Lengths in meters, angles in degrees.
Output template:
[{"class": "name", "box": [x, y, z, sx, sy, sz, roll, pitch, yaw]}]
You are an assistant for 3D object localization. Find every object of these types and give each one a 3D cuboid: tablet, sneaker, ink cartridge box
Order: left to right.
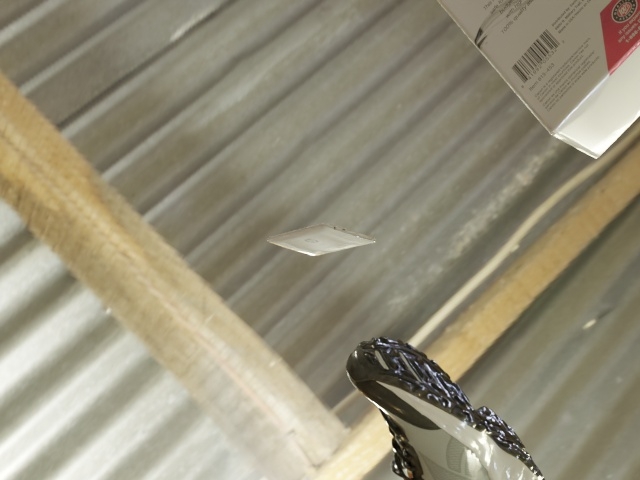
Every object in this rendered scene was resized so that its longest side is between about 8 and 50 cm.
[{"class": "tablet", "box": [0.000, 0.000, 1.054, 0.054, 0.083, 0.006, 17, -109, -34]}, {"class": "sneaker", "box": [0.102, 0.183, 1.167, 0.271, 0.108, 0.100, 44, -171, -40]}, {"class": "ink cartridge box", "box": [0.248, -0.229, 1.298, 0.100, 0.172, 0.237, 19, -149, -48]}]
